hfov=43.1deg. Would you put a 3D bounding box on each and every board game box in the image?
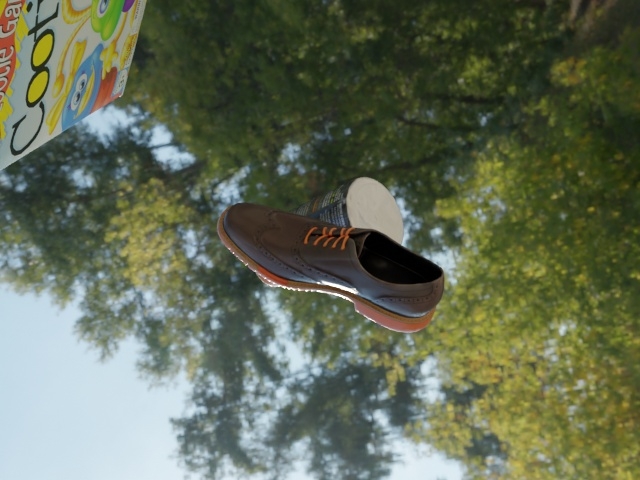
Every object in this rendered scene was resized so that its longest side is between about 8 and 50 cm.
[{"bbox_3d":[-0.222,-0.153,0.519,0.275,0.144,0.142,-74,5,-67],"label":"board game box"}]

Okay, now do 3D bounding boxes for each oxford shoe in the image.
[{"bbox_3d":[0.013,0.007,0.917,0.098,0.271,0.097,106,-174,-54],"label":"oxford shoe"}]

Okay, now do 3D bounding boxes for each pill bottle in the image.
[{"bbox_3d":[0.000,0.000,1.273,0.130,0.245,0.131,22,-122,-40],"label":"pill bottle"}]
